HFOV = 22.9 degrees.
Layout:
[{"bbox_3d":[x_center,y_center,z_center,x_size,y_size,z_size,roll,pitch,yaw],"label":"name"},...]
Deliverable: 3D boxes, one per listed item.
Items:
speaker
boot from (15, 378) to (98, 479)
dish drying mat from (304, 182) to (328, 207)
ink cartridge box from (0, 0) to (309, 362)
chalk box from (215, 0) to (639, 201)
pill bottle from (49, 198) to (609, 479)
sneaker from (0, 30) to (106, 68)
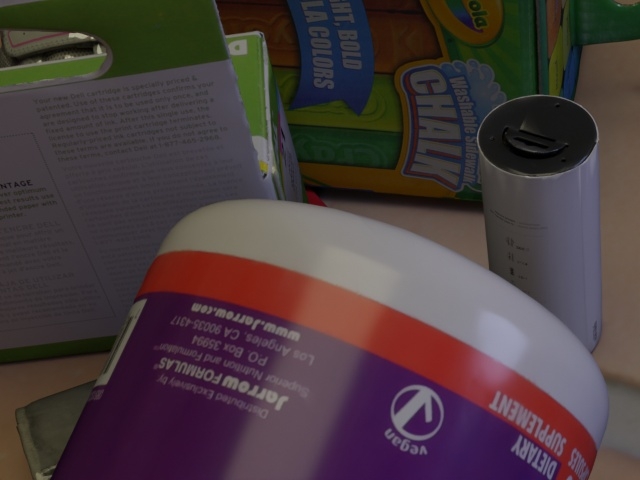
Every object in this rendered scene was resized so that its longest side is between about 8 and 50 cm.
[{"bbox_3d":[0.105,-0.002,0.744,0.055,0.136,0.055,-6,46,6],"label":"speaker"},{"bbox_3d":[-0.022,0.097,0.719,0.209,0.076,0.189,-19,34,-16],"label":"boot"},{"bbox_3d":[0.000,0.000,0.851,0.032,0.008,0.083,-27,48,-16],"label":"dish drying mat"},{"bbox_3d":[-0.114,-0.054,0.746,0.189,0.255,0.097,-7,53,5],"label":"ink cartridge box"},{"bbox_3d":[0.055,-0.143,0.852,0.289,0.180,0.179,5,46,17],"label":"chalk box"},{"bbox_3d":[-0.031,0.159,0.557,0.182,0.181,0.322,16,72,24],"label":"pill bottle"},{"bbox_3d":[-0.151,-0.134,0.934,0.103,0.111,0.252,-11,46,0],"label":"sneaker"}]
